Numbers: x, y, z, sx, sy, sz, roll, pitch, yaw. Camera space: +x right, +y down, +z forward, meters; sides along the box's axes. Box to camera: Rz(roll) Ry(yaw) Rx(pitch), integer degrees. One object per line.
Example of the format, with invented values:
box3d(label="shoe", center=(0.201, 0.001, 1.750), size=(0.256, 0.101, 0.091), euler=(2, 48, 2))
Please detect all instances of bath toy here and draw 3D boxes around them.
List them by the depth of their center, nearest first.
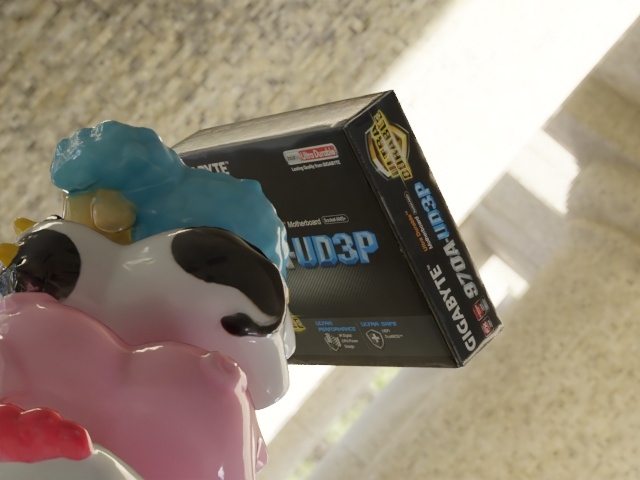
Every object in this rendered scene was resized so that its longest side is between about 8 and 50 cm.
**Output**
box3d(label="bath toy", center=(-0.094, 0.059, 0.593), size=(0.348, 0.151, 0.129), euler=(-91, -20, -65))

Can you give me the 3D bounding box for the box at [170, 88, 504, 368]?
box3d(label="box", center=(0.000, 0.000, 0.927), size=(0.220, 0.051, 0.175), euler=(-4, 117, 51))
